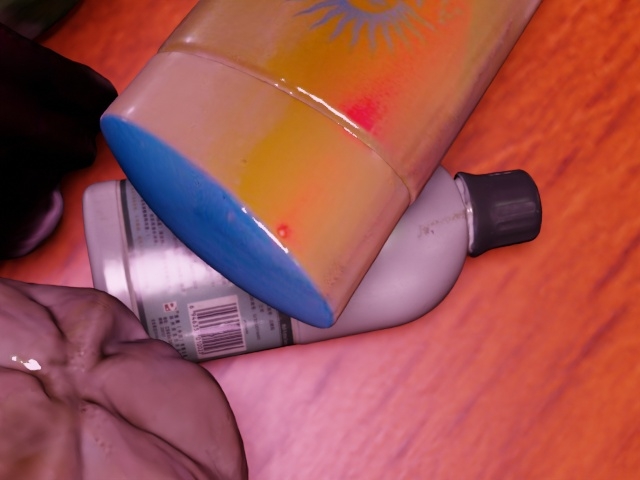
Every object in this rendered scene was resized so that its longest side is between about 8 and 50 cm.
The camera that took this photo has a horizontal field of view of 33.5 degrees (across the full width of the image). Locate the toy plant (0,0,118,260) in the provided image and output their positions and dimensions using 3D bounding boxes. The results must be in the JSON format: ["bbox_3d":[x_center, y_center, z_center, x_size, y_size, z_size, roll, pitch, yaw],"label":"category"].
[{"bbox_3d":[-0.167,-0.110,0.476,0.175,0.218,0.235,22,88,-10],"label":"toy plant"}]

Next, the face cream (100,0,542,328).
[{"bbox_3d":[0.015,-0.099,0.513,0.139,0.067,0.285,29,61,9],"label":"face cream"}]

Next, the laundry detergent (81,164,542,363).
[{"bbox_3d":[0.000,0.000,0.533,0.226,0.070,0.099,-11,73,-5],"label":"laundry detergent"}]

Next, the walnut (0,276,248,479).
[{"bbox_3d":[-0.138,0.121,0.434,0.224,0.224,0.224,1,79,-4],"label":"walnut"}]
